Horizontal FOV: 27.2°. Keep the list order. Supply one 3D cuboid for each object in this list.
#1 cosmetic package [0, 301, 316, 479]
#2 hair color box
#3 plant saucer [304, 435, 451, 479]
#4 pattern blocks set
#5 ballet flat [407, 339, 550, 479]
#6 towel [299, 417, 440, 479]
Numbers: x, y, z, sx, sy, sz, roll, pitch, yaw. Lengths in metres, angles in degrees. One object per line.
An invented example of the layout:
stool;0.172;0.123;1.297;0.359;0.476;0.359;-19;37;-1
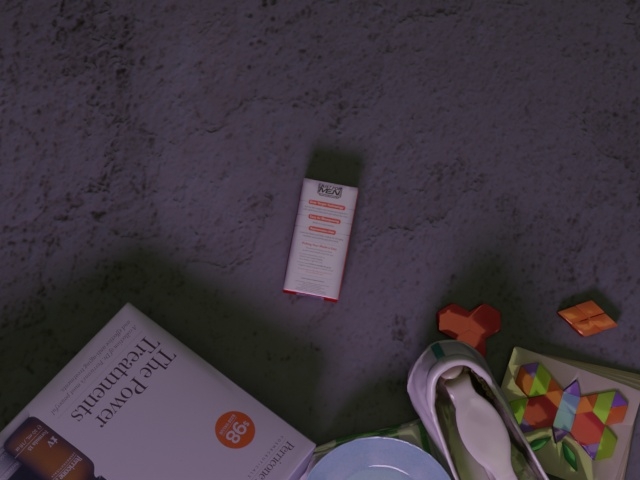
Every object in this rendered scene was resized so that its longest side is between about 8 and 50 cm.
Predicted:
cosmetic package;-0.230;0.292;1.465;0.284;0.097;0.377;36;61;9
hair color box;0.000;0.000;1.620;0.072;0.043;0.141;11;83;0
plant saucer;0.069;0.324;1.534;0.195;0.037;0.195;0;86;7
pattern blocks set;0.295;0.212;1.607;0.325;0.026;0.285;4;82;-2
ballet flat;0.217;0.300;1.519;0.139;0.139;0.400;-27;86;-5
towel;0.004;0.365;1.570;0.325;0.038;0.248;-15;83;-4
